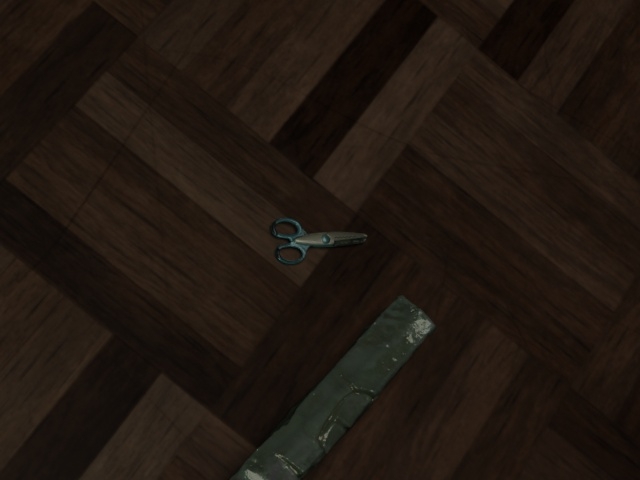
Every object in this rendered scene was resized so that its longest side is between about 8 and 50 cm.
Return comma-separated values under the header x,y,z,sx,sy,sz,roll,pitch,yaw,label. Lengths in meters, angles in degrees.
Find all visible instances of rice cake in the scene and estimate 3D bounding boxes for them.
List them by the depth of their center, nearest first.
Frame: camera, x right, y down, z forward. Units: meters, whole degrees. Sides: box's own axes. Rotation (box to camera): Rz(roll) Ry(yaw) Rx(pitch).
x,y,z,sx,sy,sz,roll,pitch,yaw,label
0.010,0.185,1.968,0.066,0.063,0.336,39,55,7,rice cake

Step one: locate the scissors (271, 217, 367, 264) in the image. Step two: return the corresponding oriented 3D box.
x,y,z,sx,sy,sz,roll,pitch,yaw,label
0.000,0.000,2.087,0.119,0.014,0.058,-1,70,-23,scissors
